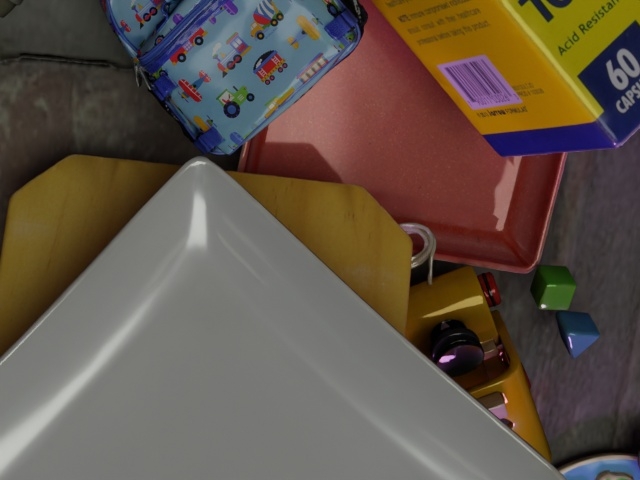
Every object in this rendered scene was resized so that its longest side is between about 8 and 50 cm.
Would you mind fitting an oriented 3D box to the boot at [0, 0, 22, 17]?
[{"bbox_3d":[-0.198,-0.279,1.108,0.208,0.076,0.189,-41,125,6],"label":"boot"}]

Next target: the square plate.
[{"bbox_3d":[-0.071,0.178,1.058,0.344,0.049,0.347,42,77,5],"label":"square plate"}]

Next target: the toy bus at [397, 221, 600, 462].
[{"bbox_3d":[0.115,0.109,1.260,0.202,0.104,0.191,16,119,-23],"label":"toy bus"}]

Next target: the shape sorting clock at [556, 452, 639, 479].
[{"bbox_3d":[0.247,0.282,1.400,0.206,0.040,0.206,-4,106,-14],"label":"shape sorting clock"}]

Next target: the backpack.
[{"bbox_3d":[-0.072,-0.165,1.115,0.158,0.117,0.173,-37,98,9],"label":"backpack"}]

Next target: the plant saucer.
[{"bbox_3d":[0.073,-0.120,1.239,0.258,0.048,0.259,9,102,-17],"label":"plant saucer"}]

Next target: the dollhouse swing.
[{"bbox_3d":[-0.100,0.154,1.222,0.347,0.305,0.315,5,147,-4],"label":"dollhouse swing"}]

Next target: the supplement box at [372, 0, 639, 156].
[{"bbox_3d":[0.116,-0.252,1.092,0.194,0.195,0.356,-44,102,-12],"label":"supplement box"}]

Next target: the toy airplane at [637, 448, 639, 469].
[{"bbox_3d":[0.345,0.325,1.260,0.386,0.272,0.384,-40,85,3],"label":"toy airplane"}]
